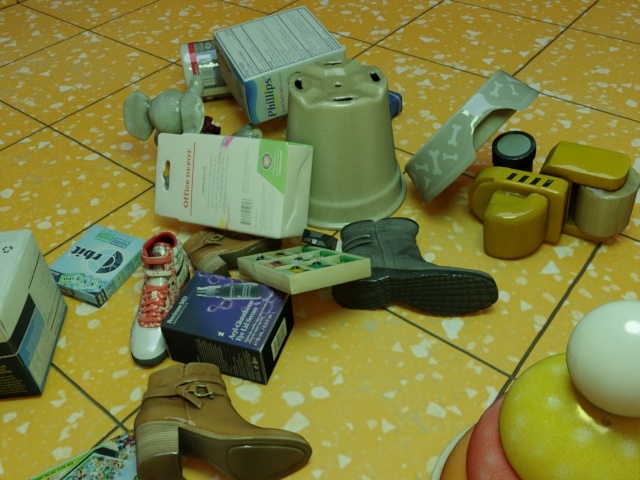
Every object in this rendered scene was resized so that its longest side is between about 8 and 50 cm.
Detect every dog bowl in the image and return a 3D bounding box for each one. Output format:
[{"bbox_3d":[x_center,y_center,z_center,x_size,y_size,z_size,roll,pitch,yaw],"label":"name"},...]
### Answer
[{"bbox_3d":[0.332,-0.242,1.384,0.102,0.349,0.349,45,55,3],"label":"dog bowl"}]

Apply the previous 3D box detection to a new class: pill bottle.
[{"bbox_3d":[-0.262,-0.538,1.871,0.319,0.176,0.176,-10,43,-8],"label":"pill bottle"}]

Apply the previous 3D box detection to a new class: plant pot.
[{"bbox_3d":[0.046,-0.246,1.438,0.334,0.305,0.334,-2,42,1],"label":"plant pot"}]

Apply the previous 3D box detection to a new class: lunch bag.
[{"bbox_3d":[0.191,-0.403,1.776,0.098,0.067,0.065,29,51,32],"label":"lunch bag"}]

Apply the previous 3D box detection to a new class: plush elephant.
[{"bbox_3d":[-0.345,-0.299,1.555,0.272,0.255,0.330,15,46,19],"label":"plush elephant"}]

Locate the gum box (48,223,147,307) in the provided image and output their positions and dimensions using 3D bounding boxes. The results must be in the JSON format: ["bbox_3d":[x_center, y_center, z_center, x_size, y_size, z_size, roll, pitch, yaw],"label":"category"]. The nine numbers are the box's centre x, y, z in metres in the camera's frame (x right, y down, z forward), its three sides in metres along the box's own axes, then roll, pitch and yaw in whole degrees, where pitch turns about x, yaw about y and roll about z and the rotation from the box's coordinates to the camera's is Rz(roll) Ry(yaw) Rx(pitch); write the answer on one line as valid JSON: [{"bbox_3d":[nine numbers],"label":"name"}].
[{"bbox_3d":[-0.495,0.052,1.341,0.157,0.041,0.184,16,47,20],"label":"gum box"}]

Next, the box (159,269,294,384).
[{"bbox_3d":[-0.173,0.162,1.151,0.207,0.108,0.153,11,45,14],"label":"box"}]

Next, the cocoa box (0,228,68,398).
[{"bbox_3d":[-0.690,0.148,1.109,0.347,0.228,0.231,-5,42,-2],"label":"cocoa box"}]

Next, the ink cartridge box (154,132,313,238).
[{"bbox_3d":[-0.202,-0.132,1.365,0.353,0.207,0.119,10,11,27],"label":"ink cartridge box"}]

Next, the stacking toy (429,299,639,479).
[{"bbox_3d":[0.320,0.260,0.738,0.351,0.480,0.350,-2,43,2],"label":"stacking toy"}]

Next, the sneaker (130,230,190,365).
[{"bbox_3d":[-0.329,0.102,1.199,0.090,0.145,0.270,2,43,5],"label":"sneaker"}]

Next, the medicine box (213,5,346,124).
[{"bbox_3d":[-0.112,-0.489,1.667,0.289,0.149,0.263,-22,52,-12],"label":"medicine box"}]

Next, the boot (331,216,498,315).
[{"bbox_3d":[0.195,0.034,1.260,0.338,0.118,0.222,4,42,10],"label":"boot"}]

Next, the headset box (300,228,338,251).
[{"bbox_3d":[0.000,0.000,1.345,0.062,0.083,0.032,15,88,18],"label":"headset box"}]

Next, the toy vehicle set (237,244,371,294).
[{"bbox_3d":[-0.040,0.052,1.198,0.166,0.035,0.267,-11,10,-27],"label":"toy vehicle set"}]

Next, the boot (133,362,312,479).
[{"bbox_3d":[-0.167,0.300,1.021,0.283,0.109,0.220,-3,27,-10],"label":"boot"}]

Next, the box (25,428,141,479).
[{"bbox_3d":[-0.360,0.391,0.965,0.207,0.036,0.114,-23,46,-20],"label":"box"}]

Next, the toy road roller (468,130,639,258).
[{"bbox_3d":[0.484,-0.069,1.306,0.330,0.202,0.240,16,58,27],"label":"toy road roller"}]

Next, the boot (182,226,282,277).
[{"bbox_3d":[-0.200,0.009,1.351,0.197,0.073,0.152,-23,39,-27],"label":"boot"}]
